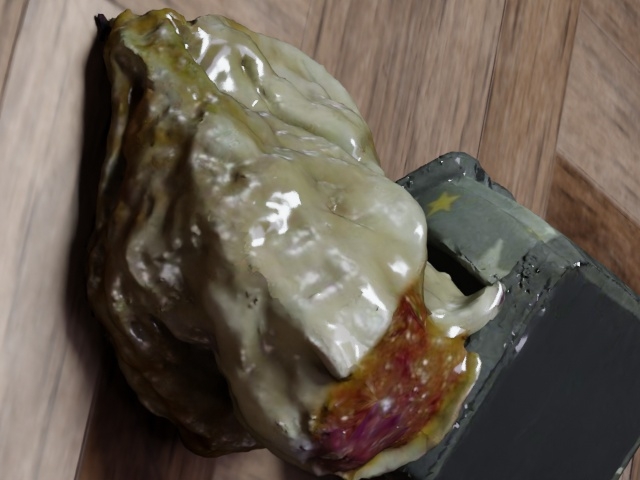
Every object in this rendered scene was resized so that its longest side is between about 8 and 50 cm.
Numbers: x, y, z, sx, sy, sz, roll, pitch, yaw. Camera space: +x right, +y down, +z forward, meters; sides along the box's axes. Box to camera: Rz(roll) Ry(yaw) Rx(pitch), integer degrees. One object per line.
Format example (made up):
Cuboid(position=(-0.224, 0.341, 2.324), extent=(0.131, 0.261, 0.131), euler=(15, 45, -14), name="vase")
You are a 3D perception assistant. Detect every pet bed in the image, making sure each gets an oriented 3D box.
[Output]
Cuboid(position=(0.083, 0.062, 1.111), extent=(0.183, 0.159, 0.211), euler=(-57, 143, 0), name="pet bed")

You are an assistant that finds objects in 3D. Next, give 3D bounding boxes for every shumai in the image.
Cuboid(position=(0.002, 0.002, 0.926), extent=(0.184, 0.185, 0.218), euler=(1, 91, -58), name="shumai")
